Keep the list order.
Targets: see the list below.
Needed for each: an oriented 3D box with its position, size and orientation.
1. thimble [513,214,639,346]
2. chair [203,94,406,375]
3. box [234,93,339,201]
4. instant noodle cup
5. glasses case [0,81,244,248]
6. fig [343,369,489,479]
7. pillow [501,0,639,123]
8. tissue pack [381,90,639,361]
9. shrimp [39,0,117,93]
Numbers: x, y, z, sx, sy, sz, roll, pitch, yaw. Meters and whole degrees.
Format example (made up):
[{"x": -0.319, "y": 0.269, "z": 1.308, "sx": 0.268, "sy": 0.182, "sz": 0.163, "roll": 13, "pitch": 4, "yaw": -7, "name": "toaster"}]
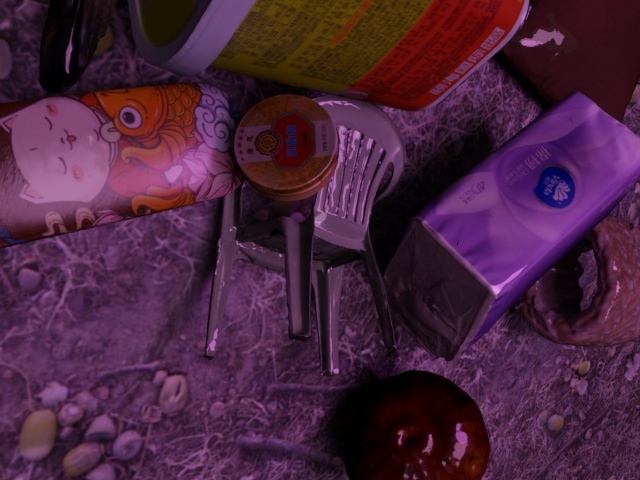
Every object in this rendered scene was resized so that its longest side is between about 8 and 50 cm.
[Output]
[{"x": 0.445, "y": 0.063, "z": 0.984, "sx": 0.148, "sy": 0.196, "sz": 0.229, "roll": 9, "pitch": 97, "yaw": -35, "name": "thimble"}, {"x": 0.000, "y": 0.000, "z": 0.674, "sx": 0.203, "sy": 0.190, "sz": 0.275, "roll": 16, "pitch": 63, "yaw": -37, "name": "chair"}, {"x": -0.033, "y": -0.092, "z": 0.581, "sx": 0.106, "sy": 0.105, "sz": 0.037, "roll": -56, "pitch": 166, "yaw": -11, "name": "box"}, {"x": 0.016, "y": -0.267, "z": 0.543, "sx": 0.307, "sy": 0.293, "sz": 0.294, "roll": 6, "pitch": 97, "yaw": -39, "name": "instant noodle cup"}, {"x": -0.218, "y": -0.075, "z": 0.555, "sx": 0.320, "sy": 0.082, "sz": 0.122, "roll": -17, "pitch": 99, "yaw": -29, "name": "glasses case"}, {"x": 0.137, "y": 0.293, "z": 0.859, "sx": 0.203, "sy": 0.186, "sz": 0.249, "roll": -35, "pitch": 163, "yaw": -2, "name": "fig"}, {"x": 0.436, "y": -0.345, "z": 0.942, "sx": 0.305, "sy": 0.108, "sz": 0.308, "roll": 34, "pitch": 78, "yaw": -30, "name": "pillow"}, {"x": 0.251, "y": -0.011, "z": 0.796, "sx": 0.338, "sy": 0.160, "sz": 0.242, "roll": -37, "pitch": 160, "yaw": -23, "name": "tissue pack"}, {"x": -0.265, "y": -0.185, "z": 0.428, "sx": 0.272, "sy": 0.085, "sz": 0.446, "roll": -2, "pitch": 101, "yaw": -53, "name": "shrimp"}]
